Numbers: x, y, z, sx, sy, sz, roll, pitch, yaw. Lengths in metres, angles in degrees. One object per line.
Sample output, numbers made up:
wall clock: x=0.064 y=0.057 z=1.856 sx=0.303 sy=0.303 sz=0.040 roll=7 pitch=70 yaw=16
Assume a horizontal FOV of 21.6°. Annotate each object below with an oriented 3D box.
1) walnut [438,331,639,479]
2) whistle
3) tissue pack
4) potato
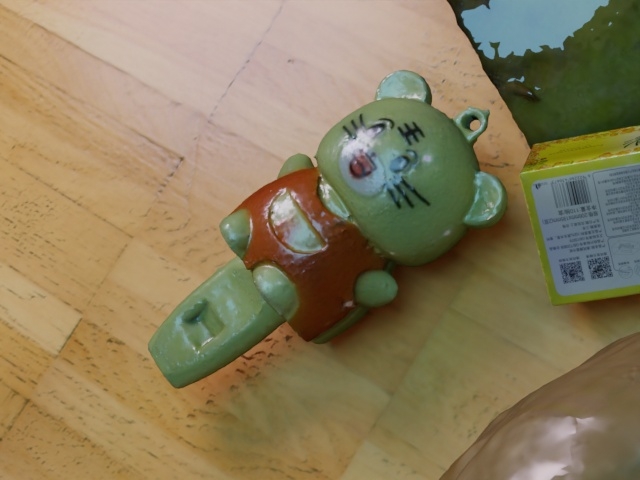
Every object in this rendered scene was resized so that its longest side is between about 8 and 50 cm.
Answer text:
walnut: x=0.223 y=0.218 z=0.854 sx=0.383 sy=0.383 sz=0.384 roll=-8 pitch=68 yaw=20
whistle: x=0.000 y=0.000 z=1.141 sx=0.288 sy=0.106 sz=0.131 roll=-37 pitch=67 yaw=7
tissue pack: x=0.224 y=-0.024 z=1.059 sx=0.176 sy=0.062 sz=0.095 roll=-11 pitch=108 yaw=19
potato: x=0.206 y=-0.212 z=1.137 sx=0.255 sy=0.112 sz=0.269 roll=-29 pitch=64 yaw=10
